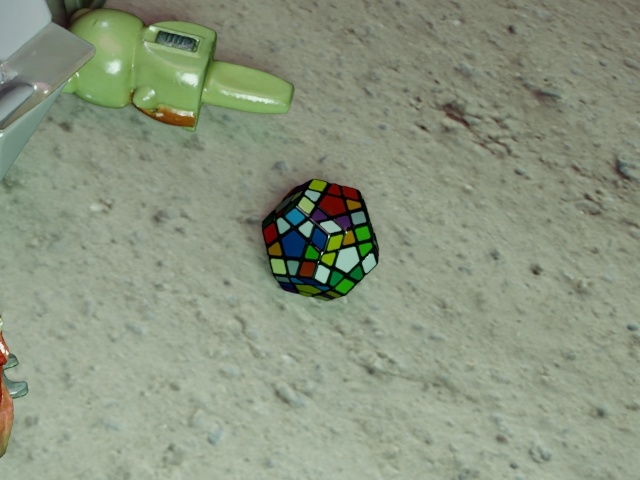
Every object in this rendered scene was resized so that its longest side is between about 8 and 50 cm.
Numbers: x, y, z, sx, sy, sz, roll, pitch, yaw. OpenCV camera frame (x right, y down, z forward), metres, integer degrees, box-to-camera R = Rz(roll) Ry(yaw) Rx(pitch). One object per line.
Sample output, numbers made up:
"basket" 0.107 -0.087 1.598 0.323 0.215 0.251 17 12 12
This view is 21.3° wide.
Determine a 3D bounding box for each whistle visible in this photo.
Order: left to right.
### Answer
"whistle" -0.172 -0.188 1.905 0.289 0.106 0.131 14 45 -2

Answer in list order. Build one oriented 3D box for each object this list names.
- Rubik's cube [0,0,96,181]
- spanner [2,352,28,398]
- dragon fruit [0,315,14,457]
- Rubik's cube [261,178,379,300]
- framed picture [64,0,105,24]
"Rubik's cube" -0.452 -0.174 1.655 0.387 0.368 0.358 5 38 36
"spanner" -0.407 0.132 1.621 0.255 0.015 0.054 0 52 -16
"dragon fruit" -0.414 0.149 1.433 0.342 0.277 0.277 -38 62 4
"Rubik's cube" 0.000 0.000 1.787 0.133 0.133 0.112 41 25 19
"framed picture" -0.229 -0.504 2.025 0.028 0.326 0.446 10 45 15
